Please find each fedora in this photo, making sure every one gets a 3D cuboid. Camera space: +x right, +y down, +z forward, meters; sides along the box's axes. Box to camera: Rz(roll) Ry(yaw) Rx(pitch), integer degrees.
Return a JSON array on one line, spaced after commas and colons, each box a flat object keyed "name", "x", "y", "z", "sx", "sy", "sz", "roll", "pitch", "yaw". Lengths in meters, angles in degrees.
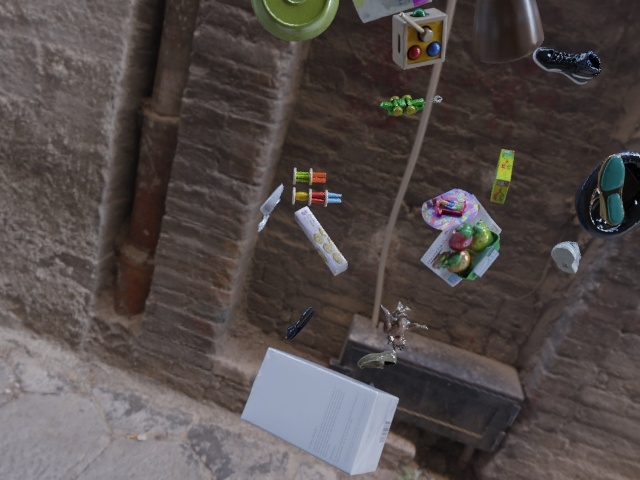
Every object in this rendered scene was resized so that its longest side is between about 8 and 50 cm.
[{"name": "fedora", "x": 1.070, "y": -0.176, "z": 1.756, "sx": 0.334, "sy": 0.333, "sz": 0.152, "roll": 13, "pitch": 13, "yaw": -12}]

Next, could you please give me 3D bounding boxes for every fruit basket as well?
[{"name": "fruit basket", "x": 0.590, "y": 0.021, "z": 1.923, "sx": 0.165, "sy": 0.327, "sz": 0.353, "roll": 41, "pitch": 5, "yaw": 38}]

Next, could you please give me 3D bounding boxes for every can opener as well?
[{"name": "can opener", "x": -0.089, "y": 0.382, "z": 2.155, "sx": 0.059, "sy": 0.186, "sz": 0.073, "roll": 46, "pitch": -7, "yaw": -23}]

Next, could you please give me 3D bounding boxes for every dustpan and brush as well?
[{"name": "dustpan and brush", "x": -0.220, "y": -0.127, "z": 1.974, "sx": 0.060, "sy": 0.211, "sz": 0.147, "roll": 41, "pitch": -28, "yaw": -11}]

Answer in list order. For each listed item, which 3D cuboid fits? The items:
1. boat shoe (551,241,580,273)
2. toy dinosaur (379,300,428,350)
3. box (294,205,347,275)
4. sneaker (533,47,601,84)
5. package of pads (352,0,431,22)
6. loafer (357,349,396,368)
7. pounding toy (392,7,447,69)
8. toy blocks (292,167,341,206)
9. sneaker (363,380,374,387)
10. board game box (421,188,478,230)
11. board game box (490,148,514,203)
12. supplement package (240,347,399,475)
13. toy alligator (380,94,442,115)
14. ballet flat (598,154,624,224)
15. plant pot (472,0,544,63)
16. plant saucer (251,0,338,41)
[{"name": "boat shoe", "x": 0.892, "y": 0.046, "z": 1.703, "sx": 0.079, "sy": 0.081, "sz": 0.227, "roll": 15, "pitch": -15, "yaw": 38}, {"name": "toy dinosaur", "x": 0.332, "y": 0.391, "z": 2.093, "sx": 0.296, "sy": 0.200, "sz": 0.127, "roll": 32, "pitch": 18, "yaw": -42}, {"name": "box", "x": 0.000, "y": 0.000, "z": 1.968, "sx": 0.067, "sy": 0.063, "sz": 0.324, "roll": -28, "pitch": 65, "yaw": -14}, {"name": "sneaker", "x": 0.846, "y": -0.616, "z": 1.593, "sx": 0.217, "sy": 0.079, "sz": 0.121, "roll": 23, "pitch": -5, "yaw": -3}, {"name": "package of pads", "x": 0.177, "y": -0.788, "z": 1.337, "sx": 0.229, "sy": 0.101, "sz": 0.296, "roll": -8, "pitch": -33, "yaw": 21}, {"name": "loafer", "x": 0.205, "y": 0.431, "z": 1.680, "sx": 0.148, "sy": 0.056, "sz": 0.050, "roll": -14, "pitch": 53, "yaw": -6}, {"name": "pounding toy", "x": 0.232, "y": -0.491, "z": 1.125, "sx": 0.130, "sy": 0.141, "sz": 0.100, "roll": -14, "pitch": 41, "yaw": -7}, {"name": "toy blocks", "x": -0.011, "y": -0.163, "z": 1.449, "sx": 0.148, "sy": 0.123, "sz": 0.054, "roll": 4, "pitch": -22, "yaw": -5}, {"name": "sneaker", "x": 0.125, "y": 0.657, "z": 1.713, "sx": 0.162, "sy": 0.281, "sz": 0.106, "roll": 47, "pitch": -3, "yaw": -2}, {"name": "board game box", "x": 0.398, "y": -0.105, "z": 1.454, "sx": 0.169, "sy": 0.033, "sz": 0.133, "roll": -25, "pitch": 50, "yaw": 0}, {"name": "board game box", "x": 0.601, "y": -0.213, "z": 1.555, "sx": 0.043, "sy": 0.092, "sz": 0.181, "roll": 13, "pitch": 45, "yaw": 16}, {"name": "supplement package", "x": 0.001, "y": 0.389, "z": 1.096, "sx": 0.293, "sy": 0.177, "sz": 0.175, "roll": 15, "pitch": -14, "yaw": 29}, {"name": "toy alligator", "x": 0.272, "y": -0.405, "z": 1.433, "sx": 0.190, "sy": 0.051, "sz": 0.056, "roll": -7, "pitch": 62, "yaw": -5}, {"name": "ballet flat", "x": 0.910, "y": -0.161, "z": 1.493, "sx": 0.080, "sy": 0.232, "sz": 0.073, "roll": -11, "pitch": 19, "yaw": 3}, {"name": "plant pot", "x": 0.564, "y": -0.707, "z": 1.443, "sx": 0.215, "sy": 0.215, "sz": 0.230, "roll": 36, "pitch": -17, "yaw": 43}, {"name": "plant saucer", "x": -0.068, "y": -0.662, "z": 1.259, "sx": 0.241, "sy": 0.240, "sz": 0.037, "roll": 15, "pitch": 11, "yaw": -7}]
